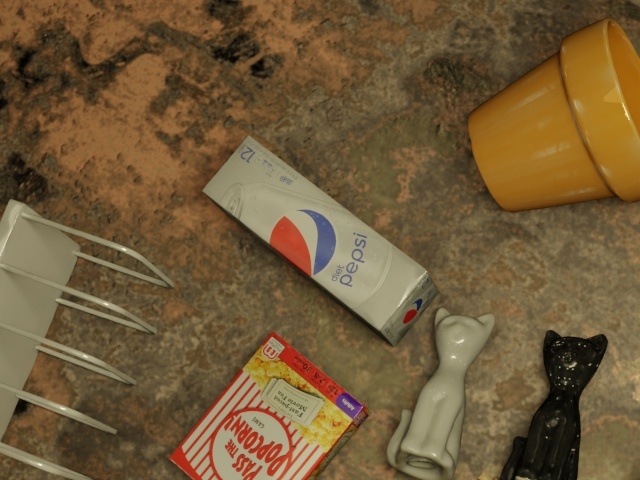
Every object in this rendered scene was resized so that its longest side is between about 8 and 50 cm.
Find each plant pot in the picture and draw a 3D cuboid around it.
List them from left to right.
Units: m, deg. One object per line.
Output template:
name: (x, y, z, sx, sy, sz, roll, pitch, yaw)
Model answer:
plant pot: (0.277, -0.123, 1.629, 0.188, 0.205, 0.205, -21, 69, 23)

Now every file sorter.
file sorter: (-0.309, 0.128, 1.689, 0.173, 0.193, 0.278, 17, 79, 15)

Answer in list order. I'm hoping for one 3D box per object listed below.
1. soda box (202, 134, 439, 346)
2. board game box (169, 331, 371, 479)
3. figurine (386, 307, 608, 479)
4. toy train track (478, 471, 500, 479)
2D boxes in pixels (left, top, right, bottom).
soda box: (0.000, 0.000, 1.701, 0.286, 0.098, 0.091, 38, 86, 20)
board game box: (-0.058, 0.227, 1.674, 0.147, 0.045, 0.193, 37, 85, 21)
figurine: (0.199, 0.176, 1.606, 0.215, 0.092, 0.209, 12, 62, 17)
toy train track: (0.210, 0.292, 1.607, 0.083, 0.014, 0.048, 43, 80, 15)
